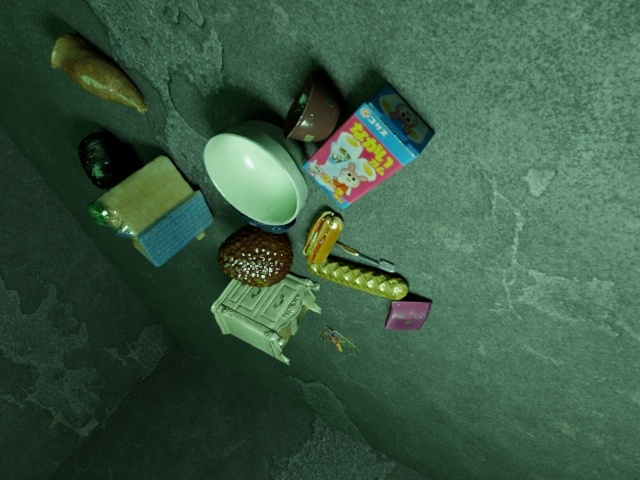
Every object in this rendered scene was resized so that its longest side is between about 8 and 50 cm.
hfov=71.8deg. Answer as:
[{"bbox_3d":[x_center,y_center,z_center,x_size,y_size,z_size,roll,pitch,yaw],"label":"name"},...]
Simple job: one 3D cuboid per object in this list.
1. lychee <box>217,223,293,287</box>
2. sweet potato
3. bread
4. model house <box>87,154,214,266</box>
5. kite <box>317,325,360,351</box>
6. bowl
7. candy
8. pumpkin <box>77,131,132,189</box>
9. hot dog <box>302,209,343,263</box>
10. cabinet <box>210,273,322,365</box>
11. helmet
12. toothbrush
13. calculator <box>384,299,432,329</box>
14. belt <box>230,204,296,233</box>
[{"bbox_3d":[-0.222,0.052,1.531,0.236,0.272,0.235,2,93,56],"label":"lychee"},{"bbox_3d":[-0.699,-0.516,1.407,0.337,0.131,0.131,38,148,2],"label":"sweet potato"},{"bbox_3d":[0.111,0.116,1.432,0.368,0.084,0.077,13,95,32],"label":"bread"},{"bbox_3d":[-0.655,-0.082,1.726,0.342,0.334,0.382,52,156,-17],"label":"model house"},{"bbox_3d":[0.068,0.431,1.918,0.241,0.014,0.183,9,138,36],"label":"kite"},{"bbox_3d":[-0.152,-0.200,1.220,0.307,0.163,0.307,25,145,20],"label":"bowl"},{"bbox_3d":[0.098,-0.205,1.028,0.157,0.100,0.306,45,148,-7],"label":"candy"},{"bbox_3d":[-0.860,-0.316,1.769,0.233,0.163,0.232,34,139,36],"label":"pumpkin"},{"bbox_3d":[0.000,0.000,1.377,0.092,0.062,0.235,32,136,9],"label":"hot dog"},{"bbox_3d":[-0.196,0.267,1.723,0.318,0.289,0.227,22,146,20],"label":"cabinet"},{"bbox_3d":[-0.014,-0.285,1.018,0.106,0.154,0.175,21,164,-22],"label":"helmet"},{"bbox_3d":[0.088,0.030,1.396,0.321,0.023,0.031,22,137,23],"label":"toothbrush"},{"bbox_3d":[0.277,0.243,1.413,0.127,0.034,0.190,0,143,-1],"label":"calculator"},{"bbox_3d":[-0.179,-0.096,1.409,0.218,0.122,0.128,24,170,25],"label":"belt"}]
